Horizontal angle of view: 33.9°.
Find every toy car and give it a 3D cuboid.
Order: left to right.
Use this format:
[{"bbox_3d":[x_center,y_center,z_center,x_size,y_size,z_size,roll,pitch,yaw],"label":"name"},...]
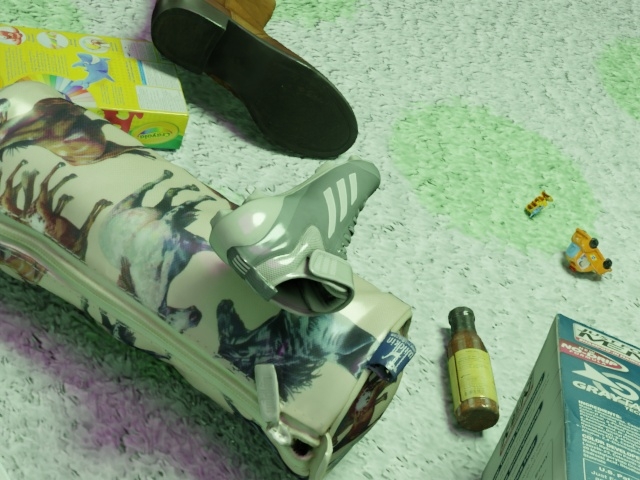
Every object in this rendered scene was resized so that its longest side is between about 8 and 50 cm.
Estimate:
[{"bbox_3d":[0.277,-0.001,1.186,0.040,0.060,0.122,-38,39,1],"label":"toy car"}]

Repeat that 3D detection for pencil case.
[{"bbox_3d":[-0.122,0.030,0.857,0.410,0.160,0.183,31,21,8],"label":"pencil case"}]

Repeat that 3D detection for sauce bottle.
[{"bbox_3d":[0.140,0.116,0.979,0.042,0.042,0.128,13,44,-13],"label":"sauce bottle"}]

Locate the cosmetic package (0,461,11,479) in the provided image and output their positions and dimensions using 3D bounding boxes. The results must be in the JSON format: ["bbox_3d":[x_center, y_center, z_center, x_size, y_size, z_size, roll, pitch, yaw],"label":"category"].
[{"bbox_3d":[-0.306,0.193,0.618,0.224,0.138,0.224,-19,56,-36],"label":"cosmetic package"}]

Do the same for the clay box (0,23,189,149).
[{"bbox_3d":[-0.256,-0.158,1.074,0.222,0.053,0.127,2,45,-23],"label":"clay box"}]

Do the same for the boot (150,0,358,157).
[{"bbox_3d":[-0.074,-0.226,1.223,0.264,0.096,0.280,25,25,-14],"label":"boot"}]

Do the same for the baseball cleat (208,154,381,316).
[{"bbox_3d":[0.000,0.000,0.792,0.109,0.072,0.206,52,38,10],"label":"baseball cleat"}]

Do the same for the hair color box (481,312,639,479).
[{"bbox_3d":[0.180,0.200,0.723,0.105,0.174,0.347,22,20,4],"label":"hair color box"}]
